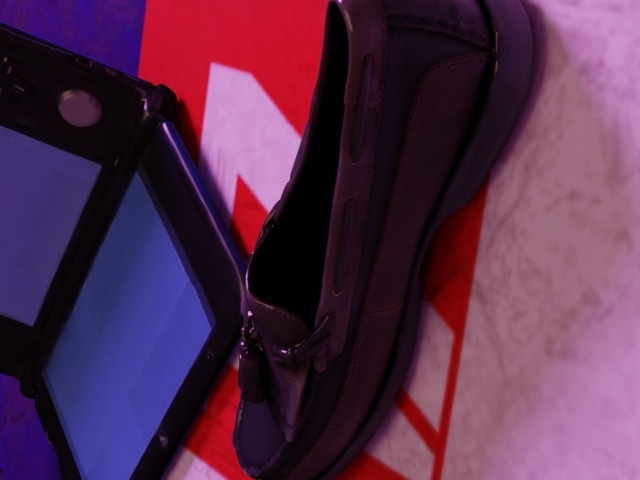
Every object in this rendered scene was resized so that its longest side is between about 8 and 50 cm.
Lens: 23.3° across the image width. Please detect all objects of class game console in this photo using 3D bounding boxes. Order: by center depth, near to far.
[{"bbox_3d":[-0.197,0.036,1.021,0.173,0.250,0.293,-84,18,-50],"label":"game console"}]

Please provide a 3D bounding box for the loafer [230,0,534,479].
[{"bbox_3d":[0.000,0.000,0.760,0.109,0.095,0.303,57,135,43],"label":"loafer"}]
